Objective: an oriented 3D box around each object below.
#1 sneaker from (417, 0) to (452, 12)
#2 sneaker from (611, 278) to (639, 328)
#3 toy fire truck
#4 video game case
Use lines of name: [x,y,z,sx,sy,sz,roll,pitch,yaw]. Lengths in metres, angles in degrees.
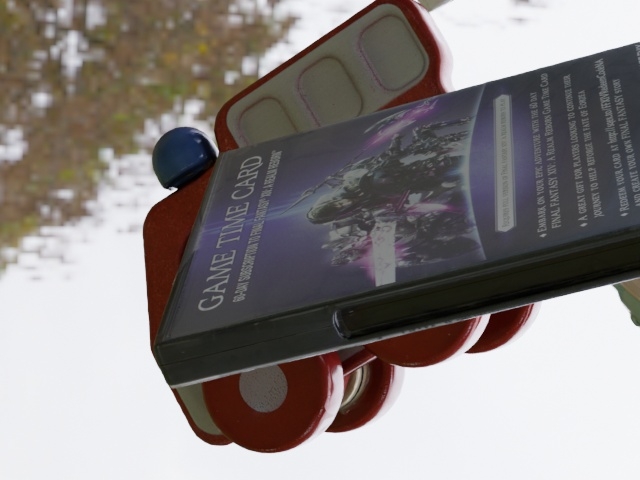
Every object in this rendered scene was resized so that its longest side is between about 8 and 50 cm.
sneaker: [0.105,-0.296,1.538,0.090,0.115,0.232,-31,-158,31]
sneaker: [0.305,0.117,1.363,0.366,0.135,0.150,46,-58,11]
toy fire truck: [0.000,0.000,1.304,0.302,0.169,0.254,-32,-101,20]
video game case: [0.075,-0.025,0.762,0.196,0.274,0.026,-79,152,-64]
